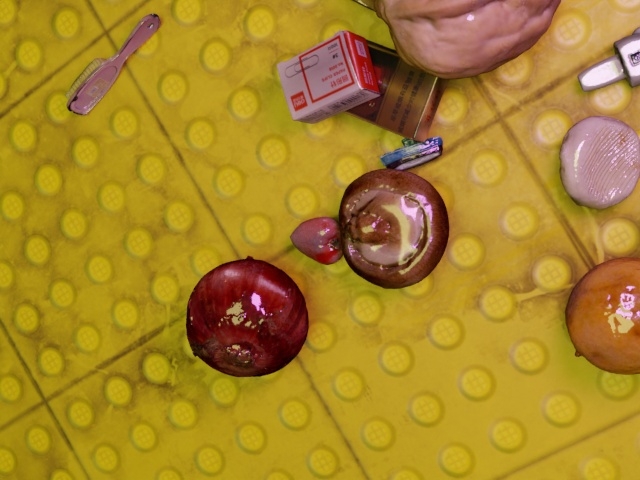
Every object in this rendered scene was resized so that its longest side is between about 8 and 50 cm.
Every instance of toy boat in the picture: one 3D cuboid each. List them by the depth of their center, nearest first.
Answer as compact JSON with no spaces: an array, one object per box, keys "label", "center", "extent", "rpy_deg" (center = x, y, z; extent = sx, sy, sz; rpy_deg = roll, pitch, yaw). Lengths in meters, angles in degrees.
[{"label":"toy boat","center":[0.192,-0.189,1.746],"extent":[0.137,0.060,0.060],"rpy_deg":[-22,63,15]}]

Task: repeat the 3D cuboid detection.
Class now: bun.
[{"label":"bun","center":[0.537,-0.153,1.619],"extent":[0.183,0.102,0.183],"rpy_deg":[-3,99,-18]}]

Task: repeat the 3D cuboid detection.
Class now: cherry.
[{"label":"cherry","center":[0.002,-0.006,1.807],"extent":[0.126,0.087,0.106],"rpy_deg":[32,125,30]}]

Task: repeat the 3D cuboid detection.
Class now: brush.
[{"label":"brush","center":[-0.492,-0.422,1.927],"extent":[0.313,0.072,0.067],"rpy_deg":[-44,69,16]}]

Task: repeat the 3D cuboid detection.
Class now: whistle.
[{"label":"whistle","center":[0.614,-0.350,1.578],"extent":[0.244,0.092,0.110],"rpy_deg":[-24,91,17]}]

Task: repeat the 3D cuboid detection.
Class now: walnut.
[{"label":"walnut","center":[0.274,-0.490,1.531],"extent":[0.381,0.381,0.381],"rpy_deg":[2,97,17]}]

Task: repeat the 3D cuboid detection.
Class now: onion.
[{"label":"onion","center":[-0.161,0.176,1.797],"extent":[0.276,0.276,0.276],"rpy_deg":[2,97,17]}]

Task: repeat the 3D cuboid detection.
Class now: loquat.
[{"label":"loquat","center":[0.590,0.144,1.590],"extent":[0.238,0.193,0.238],"rpy_deg":[3,104,14]}]

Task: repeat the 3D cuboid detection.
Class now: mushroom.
[{"label":"mushroom","center":[0.149,-0.027,1.726],"extent":[0.253,0.153,0.253],"rpy_deg":[2,96,19]}]

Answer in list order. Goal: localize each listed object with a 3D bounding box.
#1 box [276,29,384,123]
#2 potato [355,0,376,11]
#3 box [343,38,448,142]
[{"label":"box","center":[0.016,-0.330,1.686],"extent":[0.182,0.099,0.133],"rpy_deg":[-18,82,31]},{"label":"potato","center":[0.089,-0.517,1.749],"extent":[0.093,0.037,0.036],"rpy_deg":[30,99,13]},{"label":"box","center":[0.133,-0.317,1.717],"extent":[0.240,0.071,0.159],"rpy_deg":[28,107,27]}]
